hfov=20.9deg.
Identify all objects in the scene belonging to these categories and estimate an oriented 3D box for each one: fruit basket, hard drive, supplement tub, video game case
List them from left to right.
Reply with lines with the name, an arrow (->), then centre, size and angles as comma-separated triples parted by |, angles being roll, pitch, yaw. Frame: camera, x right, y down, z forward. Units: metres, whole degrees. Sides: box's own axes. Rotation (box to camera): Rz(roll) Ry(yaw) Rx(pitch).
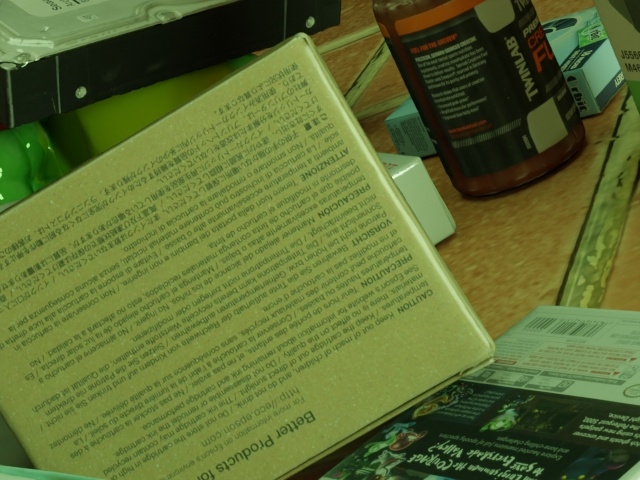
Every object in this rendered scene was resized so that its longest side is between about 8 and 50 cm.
fruit basket -> -0.225, -0.113, 1.572 | 0.392, 0.283, 0.392 | -41, 7, 6
hard drive -> -0.182, -0.212, 1.497 | 0.339, 0.064, 0.237 | -22, 39, -32
supplement tub -> 0.103, -0.137, 1.208 | 0.106, 0.198, 0.106 | -24, 18, 8
video game case -> 0.112, 0.087, 0.826 | 0.173, 0.022, 0.190 | -35, 19, -28

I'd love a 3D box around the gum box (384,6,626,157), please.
gum box -> 0.165, -0.131, 1.373 | 0.184, 0.041, 0.157 | -12, 22, 39

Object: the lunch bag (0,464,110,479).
lunch bag -> -0.198, 0.182, 0.770 | 0.279, 0.108, 0.224 | 5, 24, 31

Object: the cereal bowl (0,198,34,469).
cereal bowl -> -0.234, 0.065, 1.103 | 0.339, 0.141, 0.339 | -20, 8, 3

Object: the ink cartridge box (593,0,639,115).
ink cartridge box -> 0.242, -0.183, 1.006 | 0.114, 0.273, 0.198 | -32, 17, -17

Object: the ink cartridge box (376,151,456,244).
ink cartridge box -> 0.000, 0.000, 1.183 | 0.150, 0.063, 0.109 | -32, 17, -18

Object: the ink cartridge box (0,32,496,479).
ink cartridge box -> -0.058, 0.032, 0.904 | 0.234, 0.193, 0.088 | -30, 6, 3
